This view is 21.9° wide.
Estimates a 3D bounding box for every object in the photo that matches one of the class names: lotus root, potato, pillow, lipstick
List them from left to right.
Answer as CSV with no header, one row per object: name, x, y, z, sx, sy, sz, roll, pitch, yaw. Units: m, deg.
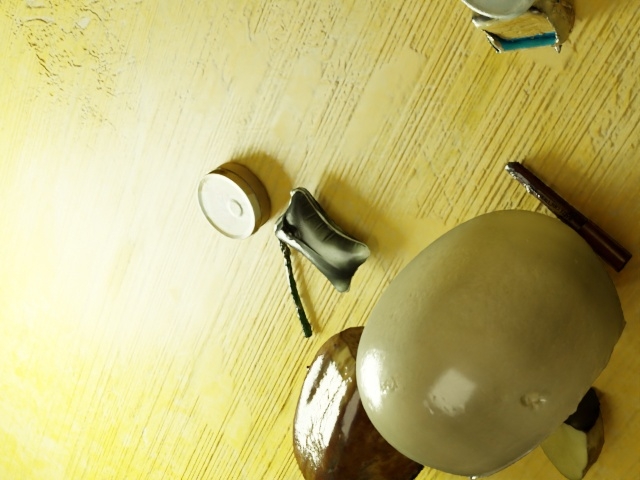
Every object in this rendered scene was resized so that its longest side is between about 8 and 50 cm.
pillow,0.001,-0.001,2.145,0.136,0.055,0.091,39,107,10
lotus root,0.063,0.246,2.195,0.193,0.193,0.291,34,134,19
lipstick,0.280,-0.030,1.884,0.176,0.027,0.027,42,139,13
potato,0.311,0.235,2.025,0.096,0.066,0.103,34,144,40

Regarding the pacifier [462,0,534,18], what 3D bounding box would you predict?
pacifier,0.170,-0.343,1.617,0.279,0.207,0.227,-28,81,49

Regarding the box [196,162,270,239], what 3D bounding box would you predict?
box,-0.117,-0.053,2.225,0.106,0.037,0.105,24,133,28

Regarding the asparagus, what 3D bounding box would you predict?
asparagus,-0.035,0.063,2.256,0.016,0.016,0.162,37,146,58

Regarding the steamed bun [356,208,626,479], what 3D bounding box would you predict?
steamed bun,0.175,0.102,1.848,0.206,0.324,0.324,45,141,-9

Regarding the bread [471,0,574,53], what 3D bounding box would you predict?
bread,0.218,-0.238,1.767,0.106,0.053,0.072,-3,140,47
